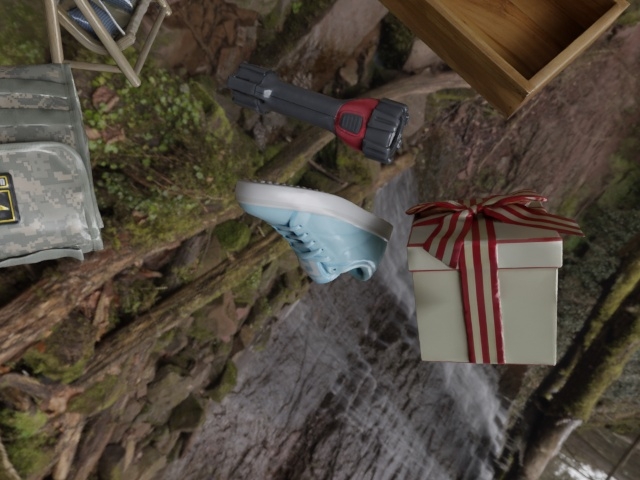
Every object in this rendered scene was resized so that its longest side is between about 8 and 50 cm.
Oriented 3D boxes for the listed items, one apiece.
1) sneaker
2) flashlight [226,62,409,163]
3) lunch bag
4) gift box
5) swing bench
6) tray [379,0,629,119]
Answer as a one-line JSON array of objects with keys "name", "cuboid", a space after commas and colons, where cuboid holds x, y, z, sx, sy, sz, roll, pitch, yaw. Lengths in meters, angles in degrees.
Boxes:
[{"name": "sneaker", "cuboid": [0.000, 0.000, 0.772, 0.365, 0.135, 0.150, 17, 86, -42]}, {"name": "flashlight", "cuboid": [-0.003, -0.228, 0.763, 0.103, 0.303, 0.103, -58, 161, -25]}, {"name": "lunch bag", "cuboid": [-0.443, -0.093, 0.606, 0.235, 0.287, 0.169, -11, 156, -24]}, {"name": "gift box", "cuboid": [0.287, 0.053, 0.763, 0.276, 0.254, 0.259, -61, 144, -67]}, {"name": "swing bench", "cuboid": [-0.393, -0.457, 0.767, 0.255, 0.165, 0.254, 97, -3, -57]}, {"name": "tray", "cuboid": [0.192, -0.385, 0.623, 0.202, 0.411, 0.076, -41, 171, -11]}]
